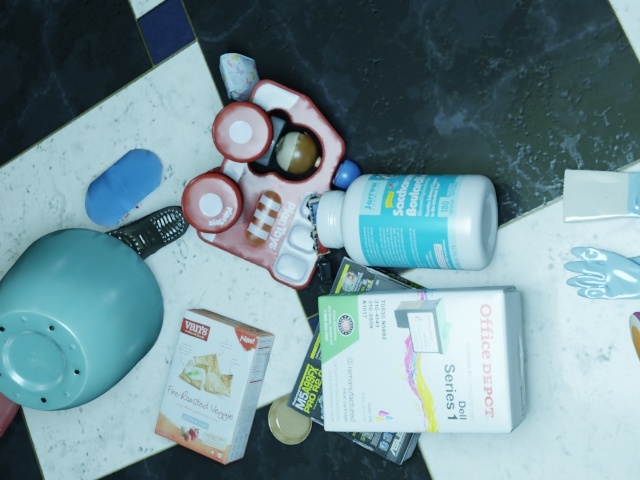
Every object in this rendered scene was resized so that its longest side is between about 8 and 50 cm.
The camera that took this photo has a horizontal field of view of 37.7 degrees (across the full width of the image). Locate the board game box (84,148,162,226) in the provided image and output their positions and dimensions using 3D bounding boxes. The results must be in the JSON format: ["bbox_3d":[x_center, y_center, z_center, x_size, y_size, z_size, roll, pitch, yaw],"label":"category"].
[{"bbox_3d":[-0.359,-0.093,1.740,0.168,0.033,0.133,-40,50,-1],"label":"board game box"}]

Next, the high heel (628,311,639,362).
[{"bbox_3d":[0.536,0.188,1.307,0.117,0.082,0.244,-24,60,-9],"label":"high heel"}]

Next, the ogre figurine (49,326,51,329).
[{"bbox_3d":[-0.535,0.128,1.796,0.118,0.096,0.197,-50,58,28],"label":"ogre figurine"}]

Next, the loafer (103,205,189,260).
[{"bbox_3d":[-0.325,-0.001,1.711,0.220,0.078,0.080,-21,96,16],"label":"loafer"}]

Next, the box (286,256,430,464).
[{"bbox_3d":[0.091,0.188,1.505,0.216,0.060,0.270,23,97,21],"label":"box"}]

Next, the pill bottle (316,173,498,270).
[{"bbox_3d":[0.131,-0.030,1.448,0.264,0.146,0.146,2,89,23],"label":"pill bottle"}]

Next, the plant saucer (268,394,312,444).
[{"bbox_3d":[-0.049,0.305,1.599,0.083,0.015,0.084,-1,87,25],"label":"plant saucer"}]

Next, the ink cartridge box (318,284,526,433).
[{"bbox_3d":[0.148,0.172,1.367,0.278,0.117,0.202,-4,88,21],"label":"ink cartridge box"}]

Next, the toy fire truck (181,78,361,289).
[{"bbox_3d":[-0.074,-0.098,1.566,0.253,0.169,0.302,24,98,-2],"label":"toy fire truck"}]

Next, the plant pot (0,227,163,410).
[{"bbox_3d":[-0.444,0.154,1.613,0.292,0.235,0.293,3,110,7],"label":"plant pot"}]

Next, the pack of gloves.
[{"bbox_3d":[0.471,-0.006,1.360,0.232,0.046,0.195,0,77,23],"label":"pack of gloves"}]

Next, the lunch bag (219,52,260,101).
[{"bbox_3d":[-0.143,-0.283,1.629,0.053,0.083,0.071,-22,80,23],"label":"lunch bag"}]

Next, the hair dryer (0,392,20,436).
[{"bbox_3d":[-0.690,0.297,1.870,0.293,0.080,0.224,-13,82,24],"label":"hair dryer"}]

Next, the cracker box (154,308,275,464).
[{"bbox_3d":[-0.186,0.251,1.638,0.155,0.067,0.232,17,94,25],"label":"cracker box"}]

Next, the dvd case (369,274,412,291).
[{"bbox_3d":[0.155,0.169,1.438,0.221,0.018,0.165,22,97,20],"label":"dvd case"}]

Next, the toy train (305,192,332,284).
[{"bbox_3d":[0.000,0.000,1.526,0.027,0.036,0.158,-14,112,-13],"label":"toy train"}]
